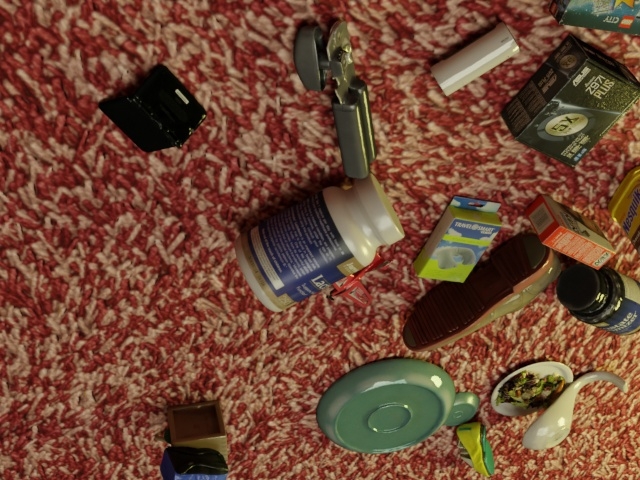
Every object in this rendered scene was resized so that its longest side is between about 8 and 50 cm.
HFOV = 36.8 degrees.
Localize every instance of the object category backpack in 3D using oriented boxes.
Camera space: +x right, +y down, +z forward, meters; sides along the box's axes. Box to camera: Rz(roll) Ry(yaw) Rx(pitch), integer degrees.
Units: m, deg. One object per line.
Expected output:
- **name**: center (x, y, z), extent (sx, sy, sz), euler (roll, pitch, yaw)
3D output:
- **backpack**: center (-0.248, 0.460, 1.893), extent (0.120, 0.098, 0.101), euler (4, 119, -27)

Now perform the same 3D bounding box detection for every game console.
- **game console**: center (-0.254, -0.200, 1.469), extent (0.107, 0.071, 0.122), euler (-51, 135, -9)

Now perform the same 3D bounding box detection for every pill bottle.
- **pill bottle**: center (0.568, 0.115, 1.932), extent (0.219, 0.123, 0.123), euler (19, 126, -45)
- **pill bottle**: center (0.000, 0.000, 1.643), extent (0.265, 0.153, 0.153), euler (-29, 135, 11)

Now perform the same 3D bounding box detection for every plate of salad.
- **plate of salad**: center (0.492, 0.352, 2.219), extent (0.200, 0.048, 0.200), euler (-9, 136, -9)

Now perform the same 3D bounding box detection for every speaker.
- **speaker**: center (0.241, -0.284, 1.509), extent (0.136, 0.055, 0.055), euler (-31, 134, 14)

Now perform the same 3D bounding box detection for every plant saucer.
- **plant saucer**: center (0.150, 0.381, 2.130), extent (0.317, 0.043, 0.317), euler (-6, 134, -7)
- **plant saucer**: center (0.315, 0.396, 2.226), extent (0.119, 0.021, 0.119), euler (-9, 136, -9)

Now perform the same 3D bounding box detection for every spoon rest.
- **spoon rest**: center (0.578, 0.392, 2.234), extent (0.276, 0.084, 0.137), euler (-34, 144, -3)

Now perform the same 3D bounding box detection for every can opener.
- **can opener**: center (0.024, -0.220, 1.510), extent (0.095, 0.076, 0.283), euler (9, 140, 19)

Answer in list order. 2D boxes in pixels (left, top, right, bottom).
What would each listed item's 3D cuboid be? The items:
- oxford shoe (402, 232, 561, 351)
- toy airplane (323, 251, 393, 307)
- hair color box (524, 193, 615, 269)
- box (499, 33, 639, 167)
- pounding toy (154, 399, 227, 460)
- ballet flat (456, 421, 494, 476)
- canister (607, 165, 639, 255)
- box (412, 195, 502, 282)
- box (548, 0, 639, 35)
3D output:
- **oxford shoe**: center (0.325, 0.129, 1.898), extent (0.348, 0.123, 0.130), euler (-33, 139, 17)
- **toy airplane**: center (0.070, 0.068, 1.821), extent (0.151, 0.028, 0.151), euler (-10, 136, -9)
- **hair color box**: center (0.472, -0.016, 1.819), extent (0.167, 0.093, 0.053), euler (22, 123, -35)
- **box**: center (0.419, -0.229, 1.602), extent (0.147, 0.077, 0.180), euler (20, 125, -32)
- **pounding toy**: center (-0.271, 0.406, 1.989), extent (0.141, 0.130, 0.100), euler (-6, 122, -11)
- **ballet flat**: center (0.370, 0.500, 2.316), extent (0.077, 0.077, 0.231), euler (-3, 144, 16)
- **canister**: center (0.617, -0.039, 1.785), extent (0.073, 0.170, 0.126), euler (3, 132, -21)
- **box**: center (0.260, 0.001, 1.805), extent (0.109, 0.042, 0.178), euler (8, 131, -24)
- **box**: center (0.490, -0.399, 1.481), extent (0.233, 0.044, 0.159), euler (3, 132, -20)
